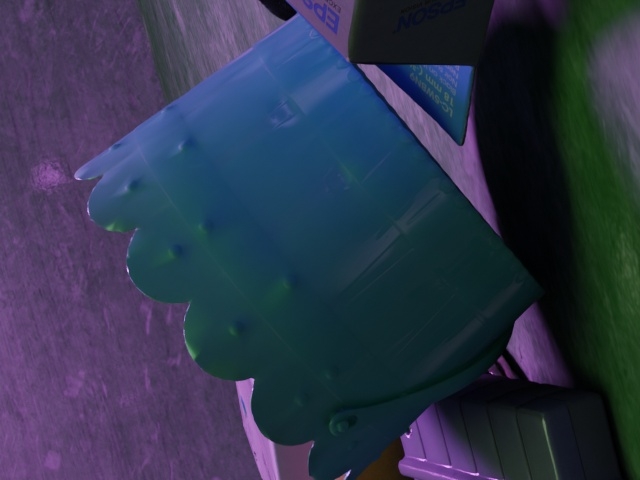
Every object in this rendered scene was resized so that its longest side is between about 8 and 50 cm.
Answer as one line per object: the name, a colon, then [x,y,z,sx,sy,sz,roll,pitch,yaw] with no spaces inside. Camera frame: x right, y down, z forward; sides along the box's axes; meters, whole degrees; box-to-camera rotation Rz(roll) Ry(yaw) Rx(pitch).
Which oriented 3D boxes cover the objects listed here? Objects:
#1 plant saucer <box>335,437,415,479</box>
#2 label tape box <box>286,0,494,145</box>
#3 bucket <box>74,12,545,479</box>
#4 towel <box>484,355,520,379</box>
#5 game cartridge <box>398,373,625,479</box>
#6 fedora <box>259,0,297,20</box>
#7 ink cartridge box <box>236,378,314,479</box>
plant saucer: [0.029,0.189,2.002,0.333,0.081,0.333,-119,16,-55]
label tape box: [-0.009,-0.218,0.998,0.240,0.106,0.334,47,147,30]
bucket: [0.000,0.000,1.208,0.281,0.183,0.281,50,-175,-6]
towel: [0.134,0.198,1.443,0.187,0.049,0.282,-122,18,-64]
game cartridge: [0.151,0.265,1.260,0.230,0.068,0.355,-174,68,-70]
fedora: [-0.138,-0.300,1.637,0.334,0.152,0.334,57,-166,-23]
ink cartridge box: [-0.047,0.163,1.972,0.311,0.065,0.186,80,170,-47]
